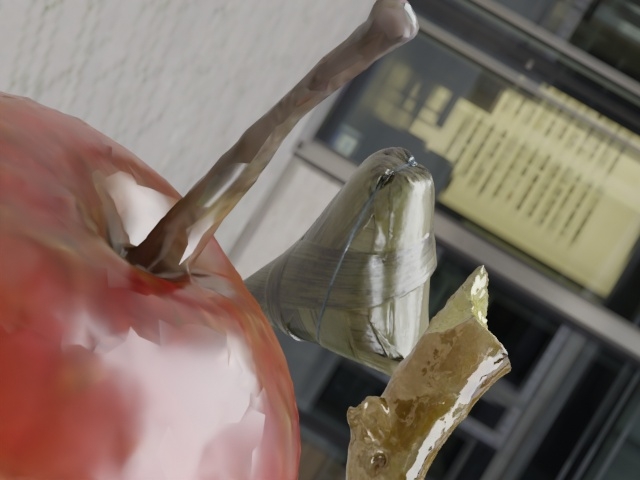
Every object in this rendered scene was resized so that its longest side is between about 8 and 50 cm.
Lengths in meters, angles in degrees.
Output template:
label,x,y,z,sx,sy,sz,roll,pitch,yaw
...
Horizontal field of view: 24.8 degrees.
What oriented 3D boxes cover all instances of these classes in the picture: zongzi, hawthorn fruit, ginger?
label,x,y,z,sx,sy,sz,roll,pitch,yaw
zongzi,0.000,0.000,1.428,0.112,0.242,0.221,-34,135,-52
hawthorn fruit,-0.113,0.069,0.448,0.235,0.263,0.231,143,-56,-81
ginger,0.052,0.074,0.678,0.137,0.044,0.057,-55,153,-10
